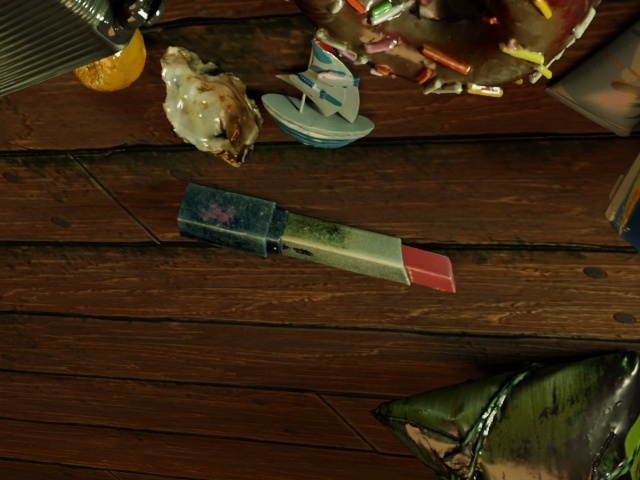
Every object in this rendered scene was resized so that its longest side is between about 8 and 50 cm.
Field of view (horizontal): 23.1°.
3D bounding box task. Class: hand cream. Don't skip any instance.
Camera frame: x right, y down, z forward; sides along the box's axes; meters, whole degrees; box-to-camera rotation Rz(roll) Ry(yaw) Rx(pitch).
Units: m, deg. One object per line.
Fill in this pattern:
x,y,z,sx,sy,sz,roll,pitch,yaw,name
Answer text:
0.268,-0.146,1.264,0.088,0.055,0.256,26,160,-8,hand cream

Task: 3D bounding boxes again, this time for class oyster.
-0.101,-0.129,1.521,0.103,0.051,0.148,15,139,13,oyster

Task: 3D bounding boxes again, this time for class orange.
-0.202,-0.179,1.467,0.083,0.070,0.083,16,142,13,orange

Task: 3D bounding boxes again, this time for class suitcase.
-0.278,-0.233,1.343,0.312,0.128,0.202,-10,142,46,suitcase

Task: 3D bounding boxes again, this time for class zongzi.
0.281,0.340,1.863,0.319,0.362,0.383,-15,140,20,zongzi

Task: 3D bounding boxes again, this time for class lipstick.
0.000,0.000,1.716,0.312,0.051,0.051,13,153,6,lipstick

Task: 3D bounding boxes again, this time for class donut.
0.087,-0.210,1.187,0.270,0.103,0.269,16,154,8,donut

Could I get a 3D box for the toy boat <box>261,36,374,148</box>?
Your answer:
0.011,-0.137,1.472,0.105,0.034,0.149,29,140,-15,toy boat

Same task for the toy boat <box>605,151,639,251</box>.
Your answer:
0.319,-0.096,1.251,0.088,0.129,0.295,59,164,20,toy boat
